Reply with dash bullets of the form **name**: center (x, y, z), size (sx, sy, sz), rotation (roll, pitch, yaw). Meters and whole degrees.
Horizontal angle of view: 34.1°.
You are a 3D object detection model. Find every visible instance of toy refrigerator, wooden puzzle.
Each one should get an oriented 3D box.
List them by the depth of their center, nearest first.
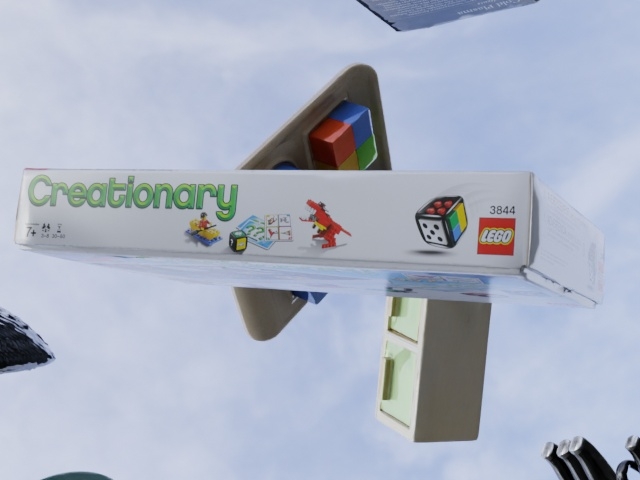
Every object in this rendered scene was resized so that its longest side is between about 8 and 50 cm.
- **toy refrigerator**: center (0.128, 0.085, 1.187), size (0.094, 0.102, 0.270), rotation (2, -83, -23)
- **wooden puzzle**: center (-0.001, -0.047, 1.566), size (0.348, 0.080, 0.322), rotation (-42, -40, -28)

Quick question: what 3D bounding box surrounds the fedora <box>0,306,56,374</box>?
- **fedora**: center (-0.278, 0.083, 0.426), size (0.334, 0.334, 0.153), rotation (10, -92, -35)

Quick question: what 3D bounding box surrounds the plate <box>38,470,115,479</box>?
- **plate**: center (-0.311, 0.357, 1.243), size (0.188, 0.024, 0.188), rotation (-17, -55, -25)

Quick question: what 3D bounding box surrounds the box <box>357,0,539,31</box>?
- **box**: center (0.085, -0.431, 1.055), size (0.312, 0.178, 0.343), rotation (17, -110, -59)

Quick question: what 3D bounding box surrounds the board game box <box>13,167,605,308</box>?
- **board game box**: center (0.000, 0.000, 0.626), size (0.193, 0.305, 0.053), rotation (20, -106, -64)

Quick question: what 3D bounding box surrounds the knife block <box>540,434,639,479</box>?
- **knife block**: center (0.281, 0.302, 0.903), size (0.088, 0.242, 0.276), rotation (-40, -37, -37)
